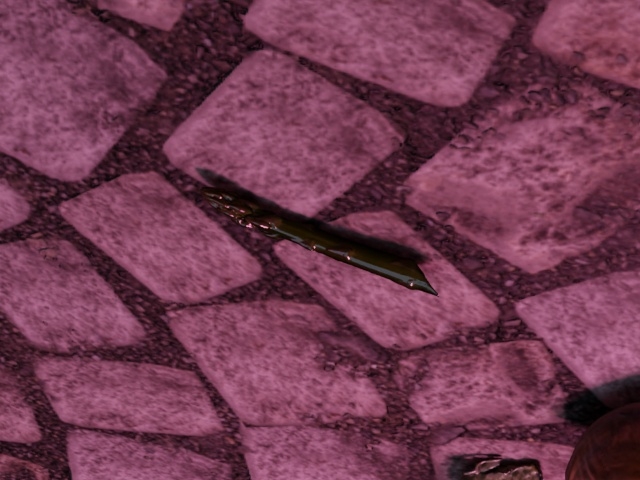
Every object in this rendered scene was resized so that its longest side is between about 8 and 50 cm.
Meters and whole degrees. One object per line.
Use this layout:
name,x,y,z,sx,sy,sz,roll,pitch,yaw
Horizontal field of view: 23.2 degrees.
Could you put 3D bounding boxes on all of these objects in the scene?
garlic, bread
garlic,0.301,0.226,1.508,0.198,0.128,0.090,-18,148,32
bread,0.201,0.313,1.688,0.103,0.156,0.110,8,175,20

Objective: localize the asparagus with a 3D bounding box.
asparagus,0.000,0.001,1.405,0.236,0.027,0.034,21,163,-7
